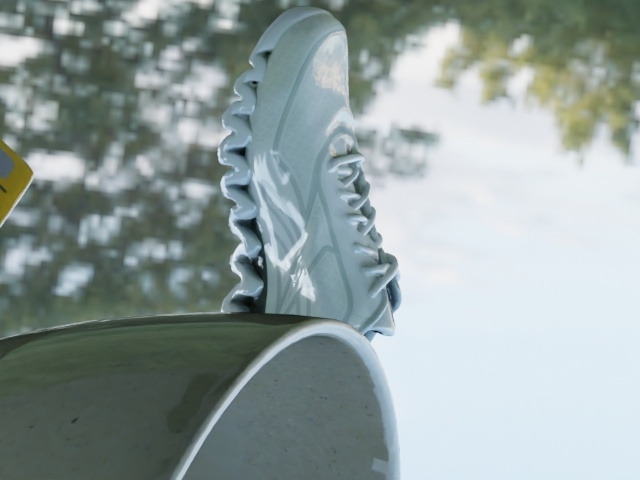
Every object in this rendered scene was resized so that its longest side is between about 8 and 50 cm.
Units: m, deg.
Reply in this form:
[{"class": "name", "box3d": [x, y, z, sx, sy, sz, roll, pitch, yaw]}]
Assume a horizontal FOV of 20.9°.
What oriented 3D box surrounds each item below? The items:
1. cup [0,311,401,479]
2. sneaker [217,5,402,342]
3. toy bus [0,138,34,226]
[{"class": "cup", "box3d": [-0.131, 0.176, 0.800, 0.237, 0.331, 0.331, 11, -170, 22]}, {"class": "sneaker", "box3d": [0.000, 0.000, 1.097, 0.118, 0.292, 0.110, 10, -168, 28]}, {"class": "toy bus", "box3d": [-0.338, -0.102, 1.050, 0.333, 0.108, 0.130, 44, -152, -14]}]
